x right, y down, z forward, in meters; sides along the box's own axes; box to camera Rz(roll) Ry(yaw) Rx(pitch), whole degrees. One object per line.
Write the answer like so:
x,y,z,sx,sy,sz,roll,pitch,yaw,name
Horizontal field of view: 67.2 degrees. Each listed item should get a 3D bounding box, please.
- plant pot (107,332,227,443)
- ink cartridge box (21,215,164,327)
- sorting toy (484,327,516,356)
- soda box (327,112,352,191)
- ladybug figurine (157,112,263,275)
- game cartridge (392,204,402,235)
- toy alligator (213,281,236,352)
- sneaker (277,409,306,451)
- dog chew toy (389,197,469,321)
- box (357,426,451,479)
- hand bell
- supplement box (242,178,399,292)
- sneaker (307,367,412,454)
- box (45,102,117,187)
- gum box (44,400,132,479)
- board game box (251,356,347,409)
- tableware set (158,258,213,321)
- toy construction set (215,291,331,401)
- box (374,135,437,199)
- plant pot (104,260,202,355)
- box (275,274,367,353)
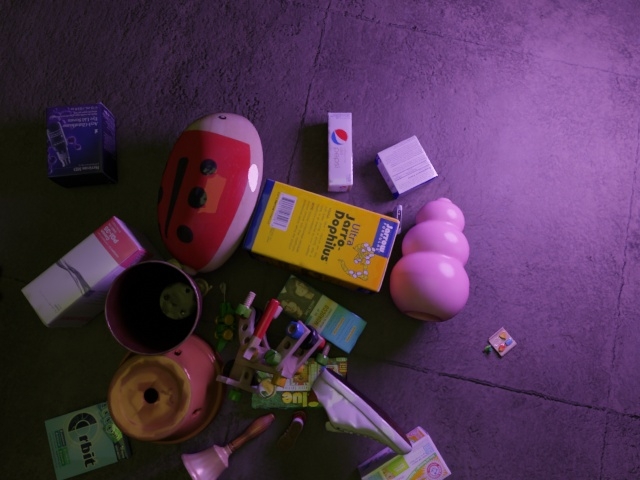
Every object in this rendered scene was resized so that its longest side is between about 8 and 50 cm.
-0.396,0.373,1.206,0.290,0.203,0.291,0,80,-1,plant pot
-0.574,0.087,1.243,0.283,0.207,0.117,-40,83,-7,ink cartridge box
0.497,0.291,1.338,0.083,0.012,0.062,-37,84,-7,sorting toy
0.054,-0.252,1.382,0.069,0.074,0.216,1,81,-1,soda box
-0.304,-0.132,1.254,0.305,0.162,0.450,2,79,37,ladybug figurine
0.216,-0.055,1.364,0.017,0.056,0.083,6,81,-8,game cartridge
-0.253,0.210,1.315,0.051,0.056,0.190,13,73,-43,toy alligator
-0.073,0.502,1.280,0.042,0.067,0.118,32,111,1,sneaker
0.304,0.043,1.287,0.206,0.206,0.332,15,72,1,dog chew toy
0.212,0.589,1.237,0.203,0.103,0.114,-31,83,-6,box
-0.224,0.530,1.250,0.242,0.126,0.126,-34,83,-19,hand bell
0.000,0.000,1.279,0.356,0.194,0.195,18,80,1,supplement box
0.092,0.461,1.225,0.290,0.106,0.123,35,87,21,sneaker
-0.664,-0.263,1.347,0.153,0.108,0.207,-7,81,-3,box
-0.605,0.516,1.257,0.184,0.041,0.157,-16,81,-5,gum box
-0.056,0.385,1.301,0.259,0.030,0.136,-1,83,-2,board game box
-0.394,0.140,1.334,0.168,0.020,0.141,40,87,1,tableware set
-0.145,0.283,1.162,0.257,0.309,0.237,21,71,17,toy construction set
0.243,-0.208,1.381,0.126,0.072,0.137,-26,82,-6,box
-0.386,0.161,1.207,0.215,0.230,0.215,0,86,-1,plant pot
-0.002,0.199,1.315,0.244,0.060,0.101,32,81,3,box
